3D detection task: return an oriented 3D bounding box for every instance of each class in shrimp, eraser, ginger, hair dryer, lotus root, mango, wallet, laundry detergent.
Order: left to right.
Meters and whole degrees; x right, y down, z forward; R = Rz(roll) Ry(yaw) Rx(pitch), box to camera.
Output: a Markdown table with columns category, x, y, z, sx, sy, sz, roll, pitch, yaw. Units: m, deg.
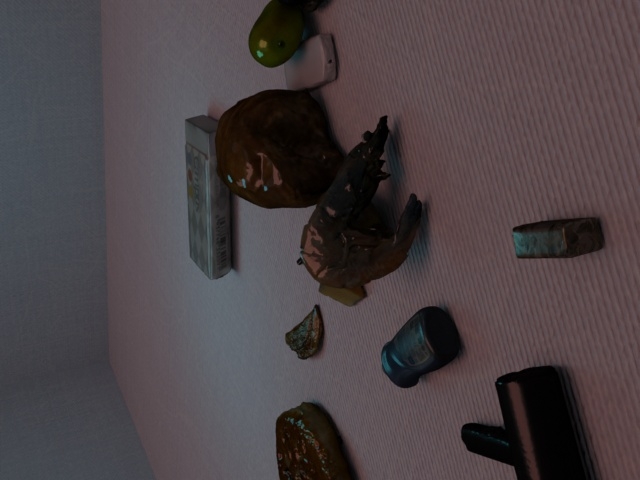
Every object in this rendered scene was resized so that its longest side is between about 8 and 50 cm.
| category | x | y | z | sx | sy | sz | roll | pitch | yaw |
| --- | --- | --- | --- | --- | --- | --- | --- | --- | --- |
| eraser | -0.299 | -0.118 | 2.048 | 0.213 | 0.082 | 0.397 | 35 | 130 | 53 |
| ginger | -0.094 | -0.158 | 1.498 | 0.223 | 0.200 | 0.270 | -48 | 56 | 55 |
| mango | -0.083 | -0.408 | 1.480 | 0.117 | 0.089 | 0.163 | -28 | 44 | 48 |
| wallet | -0.023 | -0.339 | 1.485 | 0.190 | 0.033 | 0.095 | 8 | 108 | 63 |
| lotus root | 0.061 | -0.027 | 1.352 | 0.192 | 0.088 | 0.113 | 32 | 145 | 52 |
| shrimp | 0.083 | -0.051 | 1.251 | 0.178 | 0.289 | 0.075 | 29 | 173 | 17 |
| laundry detergent | 0.154 | 0.187 | 1.284 | 0.097 | 0.061 | 0.206 | 68 | 151 | 19 |
| hair dryer | 0.265 | 0.284 | 1.084 | 0.251 | 0.089 | 0.197 | 152 | 106 | -69 |

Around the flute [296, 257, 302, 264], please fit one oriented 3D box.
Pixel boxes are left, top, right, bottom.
| category | x | y | z | sx | sy | sz | roll | pitch | yaw |
| --- | --- | --- | --- | --- | --- | --- | --- | --- | --- |
| flute | 0.000 | 0.000 | 1.576 | 0.269 | 0.014 | 0.014 | -45 | 59 | 59 |

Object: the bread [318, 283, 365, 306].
| category | x | y | z | sx | sy | sz | roll | pitch | yaw |
| --- | --- | --- | --- | --- | --- | --- | --- | --- | --- |
| bread | 0.048 | 0.063 | 1.500 | 0.084 | 0.080 | 0.109 | 130 | 161 | -57 |

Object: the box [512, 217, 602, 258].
| category | x | y | z | sx | sy | sz | roll | pitch | yaw |
| --- | --- | --- | --- | --- | --- | --- | --- | --- | --- |
| box | 0.290 | -0.003 | 0.947 | 0.098 | 0.062 | 0.045 | -6 | 94 | 65 |

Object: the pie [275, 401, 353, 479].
| category | x | y | z | sx | sy | sz | roll | pitch | yaw |
| --- | --- | --- | --- | --- | --- | --- | --- | --- | --- |
| pie | -0.016 | 0.523 | 1.708 | 0.315 | 0.092 | 0.316 | 26 | 120 | 58 |

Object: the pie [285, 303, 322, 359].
| category | x | y | z | sx | sy | sz | roll | pitch | yaw |
| --- | --- | --- | --- | --- | --- | --- | --- | --- | --- |
| pie | -0.033 | 0.213 | 1.694 | 0.170 | 0.034 | 0.092 | -45 | 57 | 52 |

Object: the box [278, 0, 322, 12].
| category | x | y | z | sx | sy | sz | roll | pitch | yaw |
| --- | --- | --- | --- | --- | --- | --- | --- | --- | --- |
| box | -0.016 | -0.614 | 1.312 | 0.350 | 0.090 | 0.360 | -19 | 79 | 63 |
